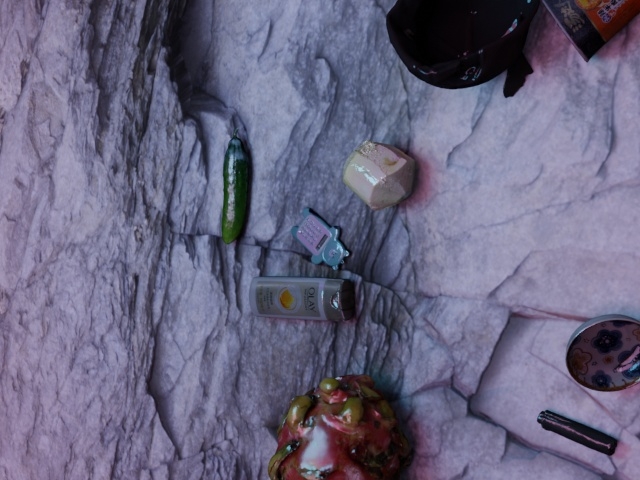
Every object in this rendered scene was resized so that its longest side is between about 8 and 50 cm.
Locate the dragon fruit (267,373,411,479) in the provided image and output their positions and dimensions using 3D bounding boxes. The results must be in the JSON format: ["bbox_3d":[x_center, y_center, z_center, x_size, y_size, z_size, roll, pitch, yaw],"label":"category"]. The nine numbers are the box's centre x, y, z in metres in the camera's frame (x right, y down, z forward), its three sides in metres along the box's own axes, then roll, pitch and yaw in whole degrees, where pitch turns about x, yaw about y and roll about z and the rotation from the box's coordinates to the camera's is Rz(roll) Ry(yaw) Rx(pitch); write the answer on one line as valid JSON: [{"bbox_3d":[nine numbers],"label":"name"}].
[{"bbox_3d":[0.029,0.386,1.487,0.250,0.269,0.290,11,103,24],"label":"dragon fruit"}]

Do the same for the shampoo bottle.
[{"bbox_3d":[-0.041,0.116,1.633,0.228,0.056,0.086,1,94,35],"label":"shampoo bottle"}]

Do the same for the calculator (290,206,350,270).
[{"bbox_3d":[0.000,0.000,1.620,0.141,0.019,0.094,44,113,25],"label":"calculator"}]

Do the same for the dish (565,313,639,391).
[{"bbox_3d":[0.453,0.161,1.290,0.141,0.078,0.141,2,118,4],"label":"dish"}]

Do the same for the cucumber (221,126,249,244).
[{"bbox_3d":[-0.179,-0.113,1.716,0.056,0.056,0.250,9,101,34],"label":"cucumber"}]

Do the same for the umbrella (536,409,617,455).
[{"bbox_3d":[0.421,0.317,1.340,0.133,0.031,0.036,21,103,33],"label":"umbrella"}]

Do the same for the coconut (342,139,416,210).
[{"bbox_3d":[0.112,-0.114,1.476,0.122,0.116,0.116,39,114,25],"label":"coconut"}]

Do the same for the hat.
[{"bbox_3d":[0.245,-0.386,1.362,0.238,0.209,0.336,6,79,15],"label":"hat"}]

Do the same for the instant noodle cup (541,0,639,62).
[{"bbox_3d":[0.429,-0.362,1.245,0.136,0.127,0.127,-36,73,23],"label":"instant noodle cup"}]
